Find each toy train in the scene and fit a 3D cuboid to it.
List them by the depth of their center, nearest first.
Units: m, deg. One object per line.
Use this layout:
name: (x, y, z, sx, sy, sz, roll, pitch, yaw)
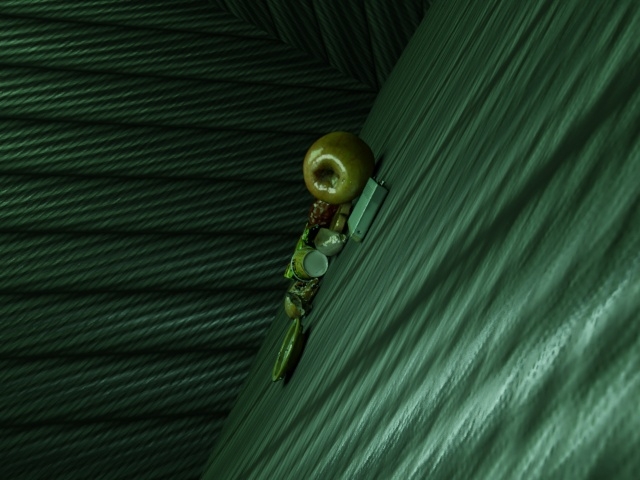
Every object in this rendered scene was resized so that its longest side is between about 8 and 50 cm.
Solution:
toy train: (-0.072, 0.061, 2.208, 0.297, 0.100, 0.160, -69, 15, -4)

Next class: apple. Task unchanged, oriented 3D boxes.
apple: (0.081, -0.306, 1.995, 0.299, 0.298, 0.275, -62, -4, 27)

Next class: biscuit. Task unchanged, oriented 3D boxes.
biscuit: (0.077, -0.062, 2.124, 0.355, 0.052, 0.275, -74, 9, -75)

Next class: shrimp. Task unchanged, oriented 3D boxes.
shrimp: (-0.080, 0.223, 2.028, 0.287, 0.062, 0.152, -55, 38, 36)

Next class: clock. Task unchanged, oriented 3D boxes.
clock: (-0.103, 0.387, 1.667, 0.237, 0.057, 0.237, -156, 90, -84)

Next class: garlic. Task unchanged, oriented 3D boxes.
garlic: (0.034, 0.009, 1.881, 0.195, 0.086, 0.102, 22, 91, 67)

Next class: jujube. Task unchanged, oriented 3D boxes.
jujube: (0.036, -0.156, 2.384, 0.250, 0.174, 0.174, 118, 176, -52)

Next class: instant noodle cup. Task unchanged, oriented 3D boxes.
instant noodle cup: (-0.042, 0.101, 2.040, 0.152, 0.151, 0.122, -65, 12, -12)

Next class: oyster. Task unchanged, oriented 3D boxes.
oyster: (-0.081, 0.253, 1.907, 0.056, 0.105, 0.177, -49, -38, -21)

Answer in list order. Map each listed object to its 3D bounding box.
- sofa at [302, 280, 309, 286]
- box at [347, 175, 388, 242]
sofa: (-0.050, 0.189, 2.115, 0.118, 0.060, 0.039, -64, 12, -9)
box: (0.154, -0.112, 1.585, 0.211, 0.045, 0.270, -63, 4, 10)
